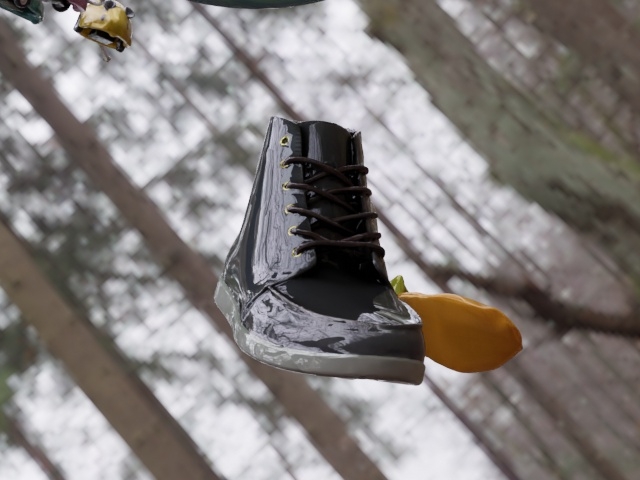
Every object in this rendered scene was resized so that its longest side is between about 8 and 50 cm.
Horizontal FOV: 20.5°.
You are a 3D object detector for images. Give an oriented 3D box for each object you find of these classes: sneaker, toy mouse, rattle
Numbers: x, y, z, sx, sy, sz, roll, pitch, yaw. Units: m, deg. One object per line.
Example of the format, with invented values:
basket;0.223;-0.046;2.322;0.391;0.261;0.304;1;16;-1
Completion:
sneaker;0.000;0.000;0.926;0.083;0.222;0.118;9;-81;-22
toy mouse;-0.188;-0.171;1.191;0.031;0.143;0.161;-69;15;-7
rattle;0.065;0.022;1.225;0.142;0.130;0.199;-14;4;12

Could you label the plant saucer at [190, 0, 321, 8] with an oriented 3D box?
plant saucer;-0.010;-0.266;0.930;0.317;0.044;0.318;-13;-47;-14
